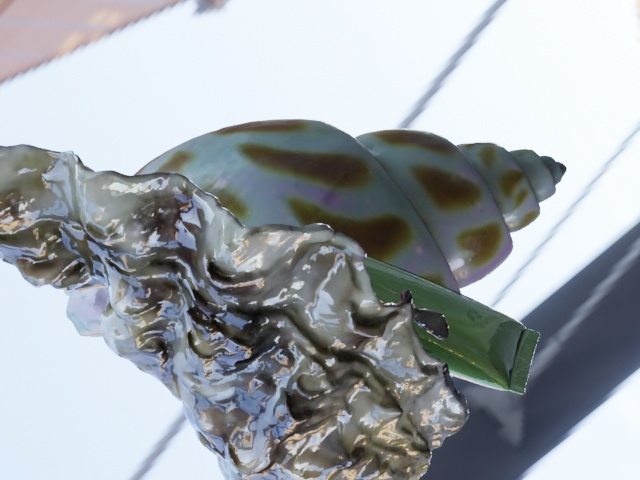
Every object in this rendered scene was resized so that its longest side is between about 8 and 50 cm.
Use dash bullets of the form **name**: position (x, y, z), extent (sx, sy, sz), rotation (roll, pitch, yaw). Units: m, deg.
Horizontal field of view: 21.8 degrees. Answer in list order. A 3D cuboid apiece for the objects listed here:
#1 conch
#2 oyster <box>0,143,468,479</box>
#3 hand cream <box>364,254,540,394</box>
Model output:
- **conch**: position (-0.001, 0.000, 1.270), extent (0.368, 0.197, 0.249), rotation (-3, -142, -27)
- **oyster**: position (-0.051, 0.067, 0.902), extent (0.238, 0.115, 0.351), rotation (15, 146, 33)
- **hand cream**: position (0.043, 0.043, 0.990), extent (0.175, 0.046, 0.095), rotation (23, -159, 5)
